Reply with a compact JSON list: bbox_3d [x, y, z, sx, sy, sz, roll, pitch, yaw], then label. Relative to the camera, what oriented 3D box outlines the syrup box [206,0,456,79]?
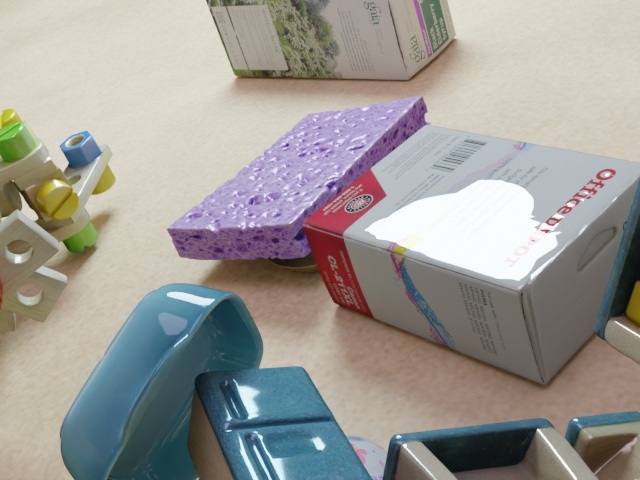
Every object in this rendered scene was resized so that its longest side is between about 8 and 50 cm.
[{"bbox_3d":[0.008,-0.226,0.973,0.237,0.093,0.096,8,41,38],"label":"syrup box"}]

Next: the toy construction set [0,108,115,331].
[{"bbox_3d":[-0.255,0.013,0.719,0.215,0.151,0.328,-25,21,-2],"label":"toy construction set"}]

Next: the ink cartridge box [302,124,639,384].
[{"bbox_3d":[0.097,0.000,0.592,0.127,0.072,0.175,-38,35,-27],"label":"ink cartridge box"}]

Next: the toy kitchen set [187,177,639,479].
[{"bbox_3d":[0.065,0.045,0.404,0.207,0.166,0.122,-1,25,-23],"label":"toy kitchen set"}]

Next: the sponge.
[{"bbox_3d":[-0.010,-0.051,0.748,0.117,0.031,0.210,-2,30,36],"label":"sponge"}]

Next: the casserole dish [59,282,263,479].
[{"bbox_3d":[-0.076,0.080,0.478,0.037,0.188,0.114,28,76,12],"label":"casserole dish"}]

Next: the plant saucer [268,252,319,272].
[{"bbox_3d":[0.000,0.000,0.704,0.083,0.015,0.083,-15,31,9],"label":"plant saucer"}]

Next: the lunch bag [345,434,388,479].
[{"bbox_3d":[0.006,0.132,0.461,0.083,0.053,0.071,2,28,-12],"label":"lunch bag"}]
